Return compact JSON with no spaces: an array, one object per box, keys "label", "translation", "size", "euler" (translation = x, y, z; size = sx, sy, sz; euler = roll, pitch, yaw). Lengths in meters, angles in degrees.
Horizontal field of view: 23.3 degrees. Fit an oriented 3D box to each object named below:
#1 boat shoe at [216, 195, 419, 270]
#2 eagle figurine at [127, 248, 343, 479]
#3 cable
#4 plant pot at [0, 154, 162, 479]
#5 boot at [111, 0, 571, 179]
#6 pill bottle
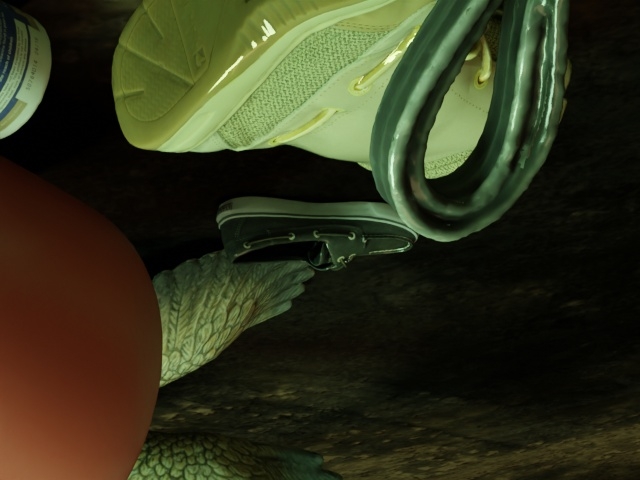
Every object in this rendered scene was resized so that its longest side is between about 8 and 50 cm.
[{"label":"boat shoe","translation":[0.000,0.000,1.012],"size":[0.142,0.040,0.049],"euler":[4,155,-23]},{"label":"eagle figurine","translation":[-0.146,0.128,1.108],"size":[0.298,0.225,0.226],"euler":[-2,149,18]},{"label":"cable","translation":[0.098,-0.128,0.532],"size":[0.139,0.072,0.287],"euler":[27,99,-39]},{"label":"plant pot","translation":[-0.257,0.038,0.781],"size":[0.275,0.275,0.243],"euler":[-15,148,21]},{"label":"boot","translation":[0.056,-0.107,0.704],"size":[0.203,0.095,0.262],"euler":[9,146,-42]},{"label":"pill bottle","translation":[-0.185,-0.093,0.703],"size":[0.067,0.067,0.120],"euler":[-20,154,29]}]
